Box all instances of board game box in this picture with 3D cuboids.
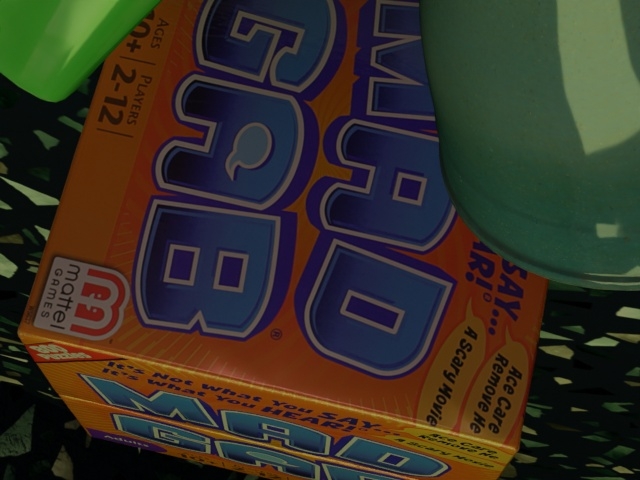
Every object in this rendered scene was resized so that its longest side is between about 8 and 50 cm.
[{"bbox_3d":[0.000,0.000,1.168,0.356,0.356,0.356,13,161,4],"label":"board game box"}]

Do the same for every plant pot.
[{"bbox_3d":[0.175,-0.153,0.819,0.271,0.272,0.255,5,144,24],"label":"plant pot"}]

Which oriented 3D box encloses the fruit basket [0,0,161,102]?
[{"bbox_3d":[-0.083,-0.296,0.551,0.283,0.392,0.392,29,157,-12],"label":"fruit basket"}]
